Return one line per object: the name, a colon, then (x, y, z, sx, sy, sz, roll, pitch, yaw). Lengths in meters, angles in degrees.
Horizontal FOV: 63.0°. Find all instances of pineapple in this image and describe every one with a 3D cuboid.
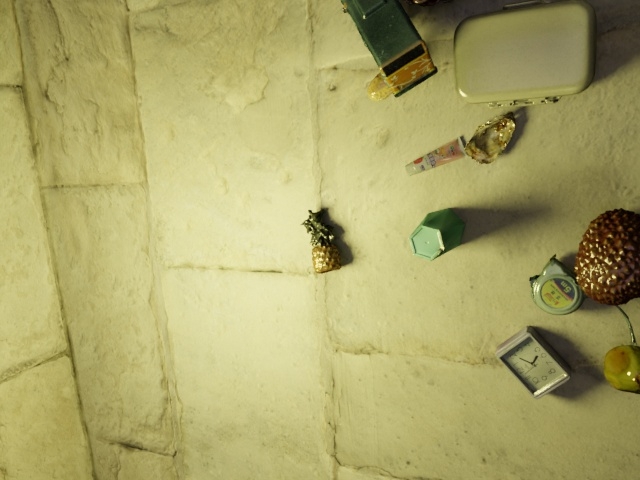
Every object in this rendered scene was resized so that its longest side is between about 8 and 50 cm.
pineapple: (0.000, 0.000, 1.888, 0.119, 0.111, 0.237, -13, 86, -4)

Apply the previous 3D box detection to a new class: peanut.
peanut: (0.224, -0.516, 1.678, 0.174, 0.080, 0.080, -29, 88, 25)

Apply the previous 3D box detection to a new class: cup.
cup: (0.360, -0.010, 1.631, 0.148, 0.236, 0.134, 43, 117, 9)

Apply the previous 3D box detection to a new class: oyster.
oyster: (0.520, -0.316, 1.586, 0.105, 0.056, 0.177, 32, 114, 10)

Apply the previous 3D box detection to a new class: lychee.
lychee: (0.821, 0.041, 1.423, 0.271, 0.271, 0.271, 6, 104, 25)

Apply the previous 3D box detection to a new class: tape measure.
tape measure: (0.777, 0.203, 1.557, 0.330, 0.084, 0.164, 46, 118, 11)

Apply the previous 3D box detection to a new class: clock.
clock: (0.671, 0.385, 1.657, 0.193, 0.073, 0.144, 48, 116, 9)

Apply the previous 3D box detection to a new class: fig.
fig: (0.895, 0.372, 1.493, 0.144, 0.166, 0.154, -45, 68, 9)

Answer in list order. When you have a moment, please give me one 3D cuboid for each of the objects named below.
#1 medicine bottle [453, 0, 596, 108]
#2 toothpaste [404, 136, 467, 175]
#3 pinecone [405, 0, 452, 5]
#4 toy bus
medicine bottle: (0.569, -0.525, 1.476, 0.375, 0.123, 0.282, 1, 100, 27)
toothpaste: (0.369, -0.262, 1.683, 0.194, 0.043, 0.067, -23, 88, 23)
pinecone: (0.308, -0.778, 1.476, 0.244, 0.309, 0.244, 22, 137, 22)
toy bus: (0.199, -0.618, 1.557, 0.162, 0.194, 0.323, -30, 70, 16)
